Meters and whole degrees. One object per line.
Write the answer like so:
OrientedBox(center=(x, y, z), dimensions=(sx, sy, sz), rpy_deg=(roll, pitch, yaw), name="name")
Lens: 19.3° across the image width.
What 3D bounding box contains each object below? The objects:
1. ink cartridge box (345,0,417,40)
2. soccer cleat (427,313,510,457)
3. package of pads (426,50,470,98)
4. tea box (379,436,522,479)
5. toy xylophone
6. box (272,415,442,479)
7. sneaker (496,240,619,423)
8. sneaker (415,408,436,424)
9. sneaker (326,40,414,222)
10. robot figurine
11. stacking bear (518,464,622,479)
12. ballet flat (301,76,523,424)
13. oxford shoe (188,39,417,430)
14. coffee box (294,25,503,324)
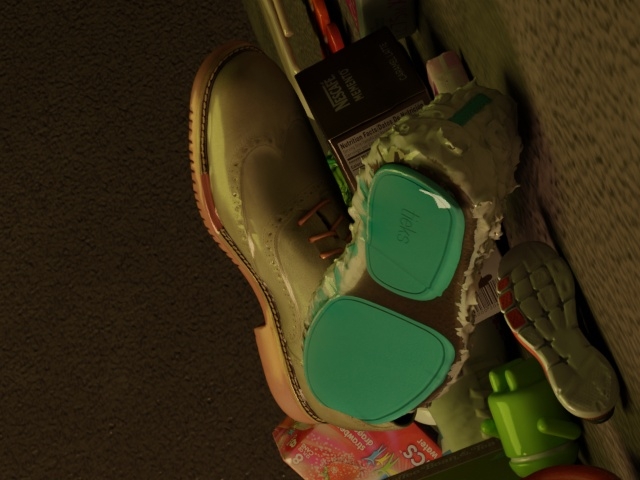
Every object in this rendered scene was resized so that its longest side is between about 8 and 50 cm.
OrientedBox(center=(0.008, -0.349, 1.723), dimensions=(0.186, 0.065, 0.311), rpy_deg=(80, 171, -70), name="ink cartridge box")
OrientedBox(center=(0.172, 0.176, 1.908), dimensions=(0.143, 0.116, 0.331), rpy_deg=(45, 162, 42), name="soccer cleat")
OrientedBox(center=(0.116, -0.112, 1.570), dimensions=(0.050, 0.032, 0.083), rpy_deg=(66, -177, -61), name="package of pads")
OrientedBox(center=(0.193, 0.397, 1.729), dimensions=(0.323, 0.220, 0.329), rpy_deg=(-117, 7, -71), name="tea box")
OrientedBox(center=(-0.029, -0.301, 2.397), dimensions=(0.236, 0.081, 0.322), rpy_deg=(83, 167, -76), name="toy xylophone")
OrientedBox(center=(0.099, 0.305, 2.375), dimensions=(0.300, 0.154, 0.142), rpy_deg=(45, -177, -11), name="box")
OrientedBox(center=(0.180, 0.076, 1.440), dimensions=(0.065, 0.061, 0.158), rpy_deg=(60, -172, -62), name="sneaker")
OrientedBox(center=(0.115, 0.112, 2.302), dimensions=(0.290, 0.106, 0.123), rpy_deg=(-113, 1, -58), name="sneaker")
OrientedBox(center=(0.030, -0.057, 1.855), dimensions=(0.109, 0.123, 0.295), rpy_deg=(-11, -70, -69), name="sneaker")
OrientedBox(center=(0.191, 0.163, 1.681), dimensions=(0.101, 0.067, 0.115), rpy_deg=(-13, 97, 57), name="robot figurine")
OrientedBox(center=(0.227, 0.336, 1.428), dimensions=(0.164, 0.175, 0.289), rpy_deg=(-13, 110, 55), name="stacking bear")
OrientedBox(center=(0.086, 0.014, 1.526), dimensions=(0.409, 0.147, 0.147), rpy_deg=(110, 143, -58), name="ballet flat")
OrientedBox(center=(0.000, 0.000, 1.713), dimensions=(0.146, 0.140, 0.397), rpy_deg=(10, 130, 46), name="oxford shoe")
OrientedBox(center=(0.080, -0.049, 1.701), dimensions=(0.246, 0.098, 0.141), rpy_deg=(62, -179, -32), name="coffee box")
